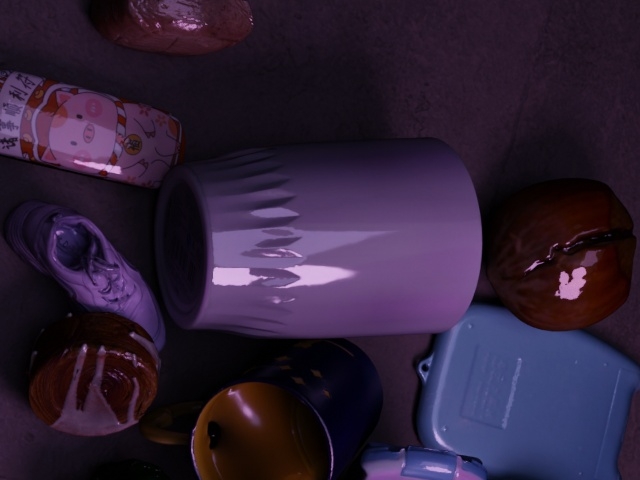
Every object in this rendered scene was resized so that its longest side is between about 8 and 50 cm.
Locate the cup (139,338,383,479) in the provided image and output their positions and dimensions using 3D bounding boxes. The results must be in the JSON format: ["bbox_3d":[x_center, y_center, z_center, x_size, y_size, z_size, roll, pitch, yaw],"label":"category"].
[{"bbox_3d":[-0.067,0.200,1.701,0.255,0.256,0.178,27,107,10],"label":"cup"}]

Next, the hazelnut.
[{"bbox_3d":[0.335,0.020,1.939,0.181,0.181,0.212,-10,84,-53],"label":"hazelnut"}]

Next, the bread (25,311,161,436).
[{"bbox_3d":[-0.268,0.158,1.648,0.161,0.073,0.160,-5,132,-6],"label":"bread"}]

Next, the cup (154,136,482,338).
[{"bbox_3d":[0.000,0.000,1.729,0.372,0.253,0.253,-3,90,-26],"label":"cup"}]

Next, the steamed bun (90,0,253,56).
[{"bbox_3d":[-0.178,-0.286,1.707,0.175,0.145,0.106,10,83,-31],"label":"steamed bun"}]

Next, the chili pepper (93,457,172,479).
[{"bbox_3d":[-0.219,0.397,1.661,0.165,0.174,0.261,-25,98,-54],"label":"chili pepper"}]

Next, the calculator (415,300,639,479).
[{"bbox_3d":[0.301,0.230,1.992,0.386,0.054,0.256,19,80,-22],"label":"calculator"}]

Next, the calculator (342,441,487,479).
[{"bbox_3d":[0.101,0.332,1.775,0.173,0.293,0.051,8,55,-9],"label":"calculator"}]

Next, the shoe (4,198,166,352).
[{"bbox_3d":[-0.263,0.047,1.658,0.095,0.138,0.245,-47,109,-16],"label":"shoe"}]

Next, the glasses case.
[{"bbox_3d":[-0.291,-0.132,1.687,0.267,0.067,0.103,12,82,-27],"label":"glasses case"}]
